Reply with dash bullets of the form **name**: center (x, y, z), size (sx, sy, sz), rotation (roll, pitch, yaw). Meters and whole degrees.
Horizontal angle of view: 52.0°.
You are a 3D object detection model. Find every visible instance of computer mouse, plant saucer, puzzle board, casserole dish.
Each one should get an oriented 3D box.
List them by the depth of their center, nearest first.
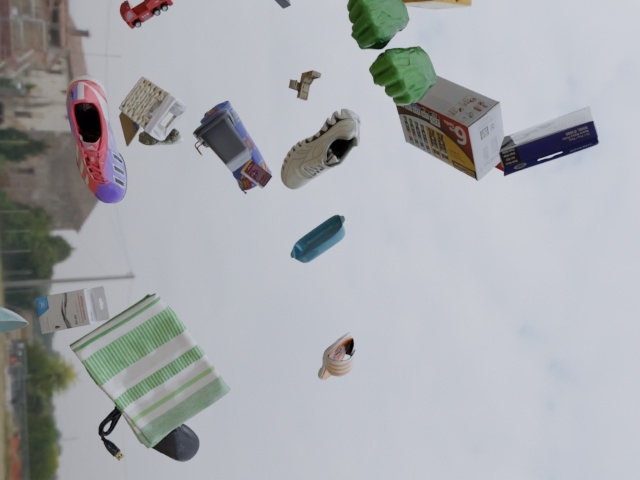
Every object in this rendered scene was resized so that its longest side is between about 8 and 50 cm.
- **plant saucer**: center (-0.558, 0.126, 1.013), size (0.195, 0.195, 0.037), rotation (-30, -111, 63)
- **computer mouse**: center (-0.464, 0.530, 1.749), size (0.262, 0.184, 0.060), rotation (43, -9, -5)
- **casserole dish**: center (0.000, 0.000, 1.834), size (0.188, 0.037, 0.114), rotation (-36, -154, 11)
- **puzzle board**: center (-0.601, -0.374, 2.070), size (0.096, 0.011, 0.128), rotation (-41, -121, 37)

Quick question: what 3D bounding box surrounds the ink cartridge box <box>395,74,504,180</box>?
- **ink cartridge box**: center (0.381, -0.315, 1.913), size (0.309, 0.130, 0.272), rotation (39, -18, 43)

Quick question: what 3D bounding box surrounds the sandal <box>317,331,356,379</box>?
- **sandal**: center (0.059, 0.343, 1.837), size (0.076, 0.102, 0.265), rotation (47, -27, 21)

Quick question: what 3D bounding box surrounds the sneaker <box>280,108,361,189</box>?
- **sneaker**: center (-0.002, -0.231, 1.799), size (0.292, 0.110, 0.118), rotation (-41, -140, 28)

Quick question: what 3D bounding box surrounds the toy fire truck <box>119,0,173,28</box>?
- **toy fire truck**: center (-0.462, -0.659, 1.734), size (0.047, 0.192, 0.135), rotation (65, 7, 32)

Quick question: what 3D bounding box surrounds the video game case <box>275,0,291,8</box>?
- **video game case**: center (-0.184, -0.887, 2.023), size (0.035, 0.275, 0.248), rotation (-17, -102, 19)

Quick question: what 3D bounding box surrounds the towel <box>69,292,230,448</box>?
- **towel**: center (-0.401, 0.310, 1.563), size (0.325, 0.248, 0.038), rotation (60, -10, -19)

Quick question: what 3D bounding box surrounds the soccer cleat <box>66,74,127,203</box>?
- **soccer cleat**: center (-0.510, -0.206, 1.482), size (0.116, 0.108, 0.318), rotation (-108, -165, -54)

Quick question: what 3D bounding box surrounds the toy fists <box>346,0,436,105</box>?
- **toy fists**: center (0.150, -0.434, 1.466), size (0.096, 0.142, 0.279), rotation (-19, -80, 42)

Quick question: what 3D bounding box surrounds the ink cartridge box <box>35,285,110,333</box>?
- **ink cartridge box**: center (-0.703, 0.195, 1.865), size (0.060, 0.180, 0.104), rotation (20, 59, -89)

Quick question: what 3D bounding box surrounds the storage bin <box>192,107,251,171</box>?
- **storage bin**: center (-0.194, -0.192, 1.323), size (0.091, 0.098, 0.135), rotation (52, -3, 2)

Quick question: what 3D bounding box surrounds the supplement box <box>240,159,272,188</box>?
- **supplement box**: center (-0.188, -0.195, 1.924), size (0.043, 0.083, 0.055), rotation (-54, -172, -10)

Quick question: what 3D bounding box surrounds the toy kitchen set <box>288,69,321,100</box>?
- **toy kitchen set**: center (-0.052, -0.499, 2.089), size (0.075, 0.068, 0.083), rotation (8, -93, 58)

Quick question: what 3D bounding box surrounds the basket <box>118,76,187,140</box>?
- **basket**: center (-0.416, -0.329, 1.635), size (0.113, 0.103, 0.167), rotation (-53, -176, 1)

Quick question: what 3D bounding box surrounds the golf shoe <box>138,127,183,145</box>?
- **golf shoe**: center (-0.611, -0.386, 2.521), size (0.086, 0.176, 0.069), rotation (42, 51, -72)

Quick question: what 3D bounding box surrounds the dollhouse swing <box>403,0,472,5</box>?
- **dollhouse swing**: center (0.385, -0.822, 1.761), size (0.305, 0.315, 0.347), rotation (12, -72, 43)

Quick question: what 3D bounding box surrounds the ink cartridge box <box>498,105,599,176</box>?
- **ink cartridge box**: center (0.538, -0.240, 1.555), size (0.223, 0.224, 0.045), rotation (-19, -74, 25)

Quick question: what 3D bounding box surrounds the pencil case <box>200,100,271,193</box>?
- **pencil case**: center (-0.283, -0.312, 2.191), size (0.133, 0.119, 0.306), rotation (-1, -53, 47)
